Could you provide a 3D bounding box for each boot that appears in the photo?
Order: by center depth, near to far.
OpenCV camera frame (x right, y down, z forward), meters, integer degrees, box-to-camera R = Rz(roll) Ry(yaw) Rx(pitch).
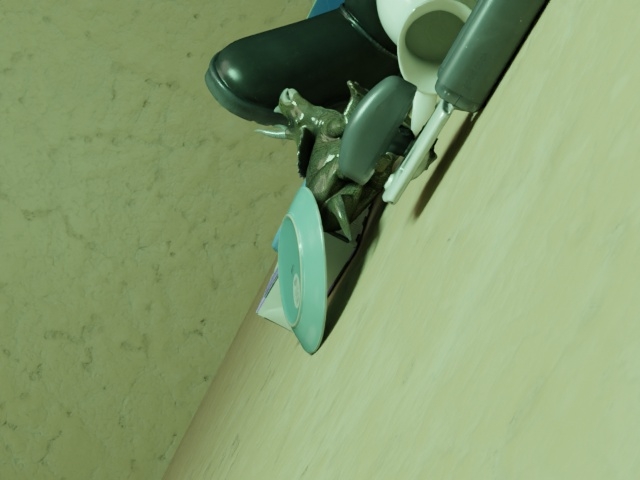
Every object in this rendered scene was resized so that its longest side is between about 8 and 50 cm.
[{"bbox_3d":[0.075,-0.362,1.433,0.367,0.146,0.445,-14,-34,-44],"label":"boot"}]

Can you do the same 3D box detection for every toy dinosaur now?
[{"bbox_3d":[0.030,-0.078,1.312,0.160,0.121,0.313,-48,35,31],"label":"toy dinosaur"}]

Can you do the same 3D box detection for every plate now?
[{"bbox_3d":[-0.025,0.033,1.254,0.188,0.024,0.188,179,90,-76],"label":"plate"}]

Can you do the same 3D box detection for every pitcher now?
[{"bbox_3d":[0.121,-0.232,1.248,0.207,0.125,0.177,-87,7,-53],"label":"pitcher"}]

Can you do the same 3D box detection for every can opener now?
[{"bbox_3d":[0.107,-0.156,0.974,0.283,0.095,0.076,-61,5,26],"label":"can opener"}]

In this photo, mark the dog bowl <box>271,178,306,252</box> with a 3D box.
[{"bbox_3d":[-0.007,-0.054,1.882,0.166,0.074,0.297,-65,4,-24],"label":"dog bowl"}]

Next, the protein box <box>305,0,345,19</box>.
[{"bbox_3d":[0.064,-0.351,2.006,0.200,0.201,0.136,-60,5,32],"label":"protein box"}]

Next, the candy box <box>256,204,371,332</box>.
[{"bbox_3d":[0.000,0.000,1.454,0.165,0.070,0.196,-59,6,33],"label":"candy box"}]
